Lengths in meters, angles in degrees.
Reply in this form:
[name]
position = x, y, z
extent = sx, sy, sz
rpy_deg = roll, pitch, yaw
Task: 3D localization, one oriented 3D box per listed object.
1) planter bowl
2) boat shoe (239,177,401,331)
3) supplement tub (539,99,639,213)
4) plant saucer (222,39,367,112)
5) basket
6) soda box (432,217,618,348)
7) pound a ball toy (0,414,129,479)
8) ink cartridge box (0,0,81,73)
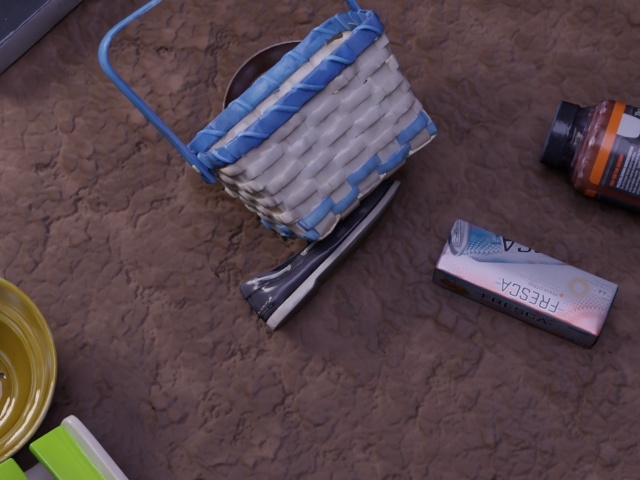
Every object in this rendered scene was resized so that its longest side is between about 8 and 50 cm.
[planter bowl]
position = -0.366, 0.144, 1.837
extent = 0.217, 0.090, 0.217
rpy_deg = -1, 71, 2
[boat shoe]
position = 0.000, 0.000, 1.893
extent = 0.065, 0.075, 0.206
rpy_deg = 41, 81, 9
[supplement tub]
position = 0.332, -0.083, 1.903
extent = 0.198, 0.106, 0.106
rpy_deg = 19, 73, 6
[plant saucer]
position = -0.021, -0.133, 1.960
extent = 0.168, 0.029, 0.168
rpy_deg = 0, 72, -1
[basket]
position = -0.049, -0.155, 1.830
extent = 0.255, 0.201, 0.289
rpy_deg = -39, 107, -12
[soda box]
position = 0.211, 0.045, 1.886
extent = 0.183, 0.058, 0.063
rpy_deg = 23, 74, 7
[pound a ball toy]
position = -0.175, 0.324, 1.777
extent = 0.208, 0.136, 0.319
rpy_deg = -31, 73, -36
[ink cartridge box]
position = -0.310, -0.335, 2.009
extent = 0.165, 0.065, 0.332
rpy_deg = 42, 76, 13
